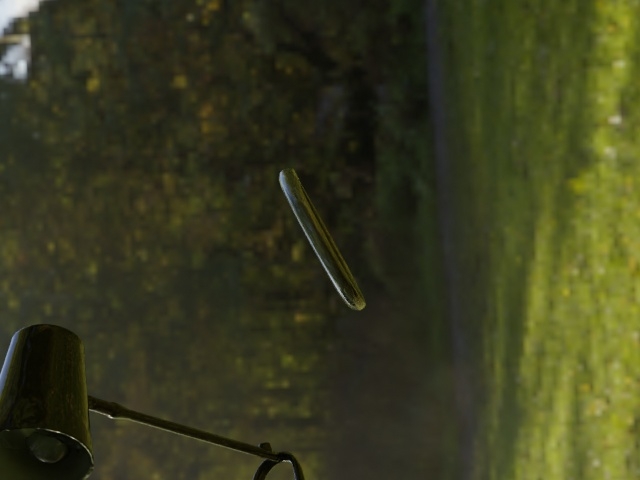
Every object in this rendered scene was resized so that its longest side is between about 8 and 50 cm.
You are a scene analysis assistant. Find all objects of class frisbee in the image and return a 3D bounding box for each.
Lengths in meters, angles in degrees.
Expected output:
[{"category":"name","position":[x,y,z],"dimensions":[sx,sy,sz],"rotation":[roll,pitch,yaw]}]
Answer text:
[{"category":"frisbee","position":[0.000,0.000,1.117],"dimensions":[0.110,0.014,0.110],"rotation":[62,-178,-4]}]

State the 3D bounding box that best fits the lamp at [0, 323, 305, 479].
[{"category":"lamp","position":[-0.050,0.061,0.484],"dimensions":[0.121,0.041,0.054],"rotation":[38,-145,-37]}]
